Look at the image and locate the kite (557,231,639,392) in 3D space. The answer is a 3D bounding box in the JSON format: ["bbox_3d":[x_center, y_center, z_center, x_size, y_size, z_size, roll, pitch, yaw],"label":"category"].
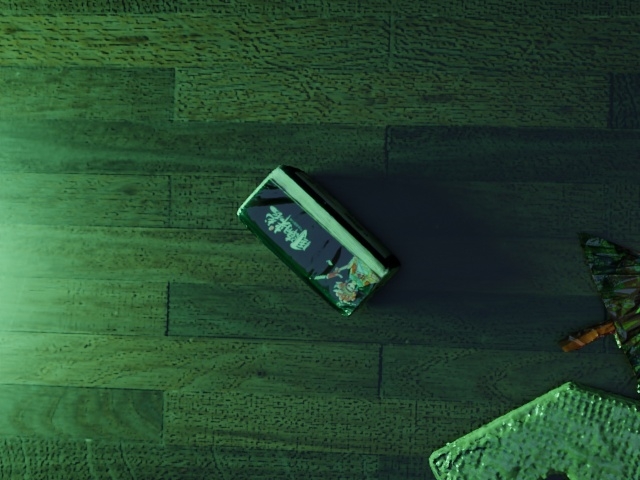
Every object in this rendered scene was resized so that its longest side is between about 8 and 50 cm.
[{"bbox_3d":[0.350,0.087,1.535,0.189,0.009,0.232,-21,74,-5],"label":"kite"}]

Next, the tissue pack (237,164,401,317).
[{"bbox_3d":[-0.001,-0.001,1.555,0.170,0.103,0.090,45,98,7],"label":"tissue pack"}]

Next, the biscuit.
[{"bbox_3d":[0.257,0.247,1.544,0.250,0.046,0.147,-28,85,6],"label":"biscuit"}]
